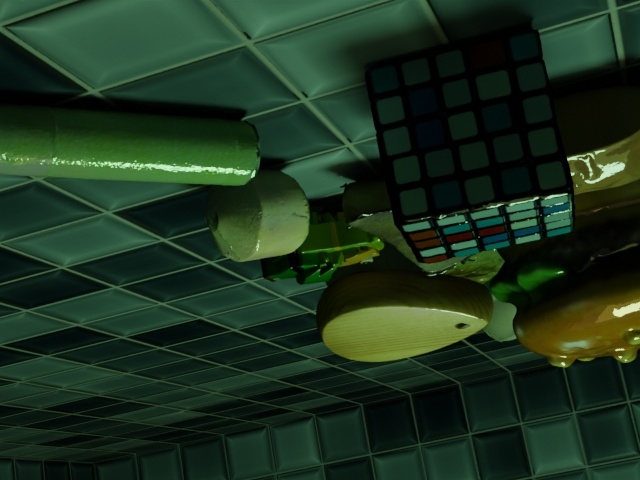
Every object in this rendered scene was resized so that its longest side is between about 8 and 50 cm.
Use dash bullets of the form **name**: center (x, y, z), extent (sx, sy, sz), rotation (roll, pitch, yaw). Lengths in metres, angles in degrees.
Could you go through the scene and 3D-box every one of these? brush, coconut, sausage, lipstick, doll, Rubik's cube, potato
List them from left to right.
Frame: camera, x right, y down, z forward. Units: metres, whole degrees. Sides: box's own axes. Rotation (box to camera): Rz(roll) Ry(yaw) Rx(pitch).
- **lipstick**: center (-0.205, -0.097, 1.165), extent (0.304, 0.076, 0.076), rotation (1, 161, -32)
- **coconut**: center (-0.087, -0.032, 1.392), extent (0.122, 0.116, 0.116), rotation (-3, 163, -42)
- **doll**: center (-0.002, 0.003, 1.572), extent (0.186, 0.106, 0.134), rotation (-6, 165, -14)
- **brush**: center (0.123, 0.072, 1.691), extent (0.266, 0.166, 0.174), rotation (-4, 144, 10)
- **potato**: center (0.138, -0.046, 1.519), extent (0.138, 0.098, 0.243), rotation (-24, 150, 25)
- **Rubik's cube**: center (0.162, -0.094, 1.204), extent (0.187, 0.184, 0.182), rotation (-11, 165, 9)
- **sausage**: center (0.298, -0.112, 1.339), extent (0.241, 0.120, 0.136), rotation (-12, 157, 7)

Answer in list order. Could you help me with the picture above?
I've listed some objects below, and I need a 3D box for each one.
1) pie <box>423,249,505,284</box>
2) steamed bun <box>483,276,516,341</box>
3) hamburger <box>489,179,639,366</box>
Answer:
- **pie**: center (0.198, 0.045, 1.919), extent (0.306, 0.071, 0.306), rotation (-10, 165, -3)
- **steamed bun**: center (0.362, 0.095, 2.061), extent (0.177, 0.131, 0.228), rotation (-35, 175, -7)
- **hamburger**: center (0.442, 0.029, 1.636), extent (0.395, 0.278, 0.396), rotation (-11, 165, -3)
